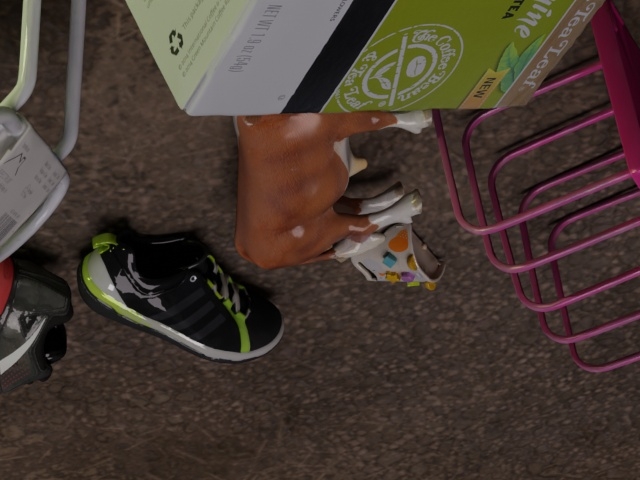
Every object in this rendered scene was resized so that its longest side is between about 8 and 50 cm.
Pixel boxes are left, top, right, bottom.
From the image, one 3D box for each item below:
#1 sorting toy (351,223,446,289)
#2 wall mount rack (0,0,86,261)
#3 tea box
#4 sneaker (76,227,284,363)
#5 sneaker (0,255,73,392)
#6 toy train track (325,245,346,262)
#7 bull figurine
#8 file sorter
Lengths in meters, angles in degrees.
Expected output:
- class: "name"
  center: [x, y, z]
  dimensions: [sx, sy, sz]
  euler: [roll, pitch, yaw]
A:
- class: "sorting toy"
  center: [0.073, 0.024, 1.894]
  dimensions: [0.075, 0.045, 0.083]
  euler: [-9, 146, 29]
- class: "wall mount rack"
  center: [-0.248, -0.102, 1.397]
  dimensions: [0.304, 0.130, 0.350]
  euler: [-48, 175, -6]
- class: "tea box"
  center: [0.060, -0.273, 1.313]
  dimensions: [0.324, 0.220, 0.329]
  euler: [-6, 145, -36]
- class: "sneaker"
  center: [-0.122, 0.049, 1.833]
  dimensions: [0.235, 0.084, 0.097]
  euler: [17, 133, -31]
- class: "sneaker"
  center: [-0.324, 0.113, 1.851]
  dimensions: [0.135, 0.097, 0.276]
  euler: [14, 134, -25]
- class: "toy train track"
  center: [0.000, 0.000, 1.860]
  dimensions: [0.048, 0.014, 0.083]
  euler: [-35, 142, 17]
- class: "bull figurine"
  center: [-0.003, -0.092, 1.673]
  dimensions: [0.188, 0.101, 0.310]
  euler: [-6, 141, -10]
- class: "file sorter"
  center: [0.246, -0.036, 1.728]
  dimensions: [0.182, 0.202, 0.290]
  euler: [-22, 141, 18]
